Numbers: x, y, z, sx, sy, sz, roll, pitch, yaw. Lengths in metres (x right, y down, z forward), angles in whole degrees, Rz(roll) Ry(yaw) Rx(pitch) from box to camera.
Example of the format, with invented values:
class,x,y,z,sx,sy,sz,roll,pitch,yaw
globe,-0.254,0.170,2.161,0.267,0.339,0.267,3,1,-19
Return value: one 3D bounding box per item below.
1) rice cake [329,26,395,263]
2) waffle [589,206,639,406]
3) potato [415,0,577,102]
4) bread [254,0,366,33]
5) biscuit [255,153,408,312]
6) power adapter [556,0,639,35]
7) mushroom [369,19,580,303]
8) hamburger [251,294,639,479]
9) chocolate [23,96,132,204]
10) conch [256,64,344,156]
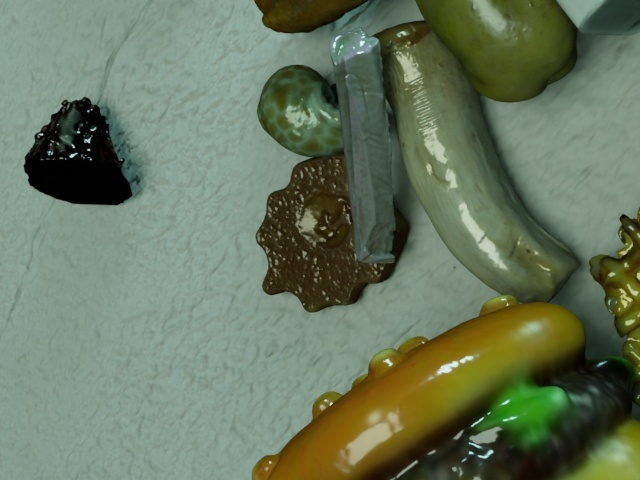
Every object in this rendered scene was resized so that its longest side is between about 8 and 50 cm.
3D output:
class,x,y,z,sx,sy,sz,roll,pitch,yaw
rice cake,0.049,-0.096,1.015,0.049,0.055,0.270,-137,35,-61
waffle,0.421,0.056,0.855,0.329,0.062,0.329,4,97,33
potato,0.175,-0.236,0.927,0.137,0.154,0.200,-42,79,33
bread,0.000,-0.304,1.011,0.260,0.134,0.129,-22,113,41
biscuit,0.001,0.000,1.146,0.215,0.034,0.182,-43,74,29
power adapter,0.272,-0.273,0.835,0.124,0.187,0.255,-44,71,36
mushroom,0.155,-0.084,1.001,0.122,0.095,0.351,-30,81,16
hamburger,0.140,0.230,0.896,0.395,0.395,0.278,-43,71,30
chocolate,-0.343,-0.140,1.322,0.156,0.156,0.133,-10,63,34
conch,-0.013,-0.149,1.092,0.172,0.116,0.106,20,125,17
